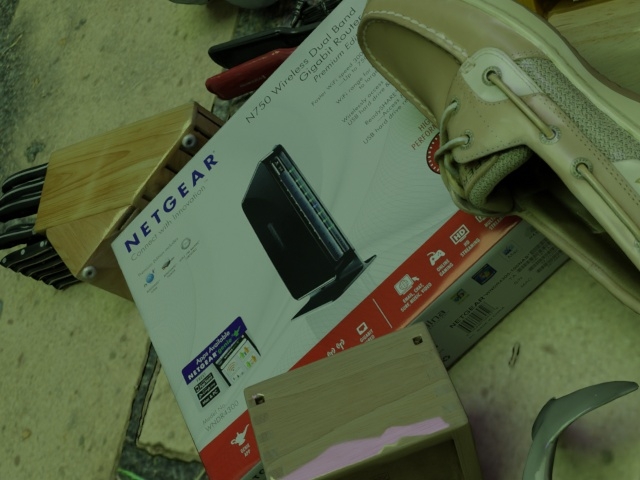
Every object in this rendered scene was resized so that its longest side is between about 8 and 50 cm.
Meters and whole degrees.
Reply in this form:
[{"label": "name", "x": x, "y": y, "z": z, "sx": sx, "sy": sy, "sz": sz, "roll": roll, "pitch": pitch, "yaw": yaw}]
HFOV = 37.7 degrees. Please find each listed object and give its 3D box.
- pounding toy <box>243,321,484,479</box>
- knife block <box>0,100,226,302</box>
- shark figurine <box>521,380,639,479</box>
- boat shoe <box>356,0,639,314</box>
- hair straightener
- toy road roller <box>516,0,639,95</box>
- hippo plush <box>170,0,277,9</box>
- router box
[{"label": "pounding toy", "x": 0.002, "y": 0.167, "z": 0.647, "sx": 0.206, "sy": 0.181, "sz": 0.094, "roll": -21, "pitch": 48, "yaw": 0}, {"label": "knife block", "x": -0.230, "y": -0.060, "z": 0.990, "sx": 0.276, "sy": 0.088, "sz": 0.242, "roll": -52, "pitch": 48, "yaw": 7}, {"label": "shark figurine", "x": 0.161, "y": 0.221, "z": 0.538, "sx": 0.166, "sy": 0.116, "sz": 0.278, "roll": -23, "pitch": 57, "yaw": -13}, {"label": "boat shoe", "x": 0.120, "y": -0.066, "z": 0.586, "sx": 0.098, "sy": 0.109, "sz": 0.302, "roll": -41, "pitch": 62, "yaw": -15}, {"label": "hair straightener", "x": -0.017, "y": -0.216, "z": 0.926, "sx": 0.230, "sy": 0.047, "sz": 0.089, "roll": -19, "pitch": 58, "yaw": 30}, {"label": "toy road roller", "x": 0.244, "y": -0.243, "z": 0.664, "sx": 0.202, "sy": 0.240, "sz": 0.330, "roll": -6, "pitch": 102, "yaw": 37}, {"label": "hippo plush", "x": -0.119, "y": -0.365, "z": 0.954, "sx": 0.294, "sy": 0.234, "sz": 0.237, "roll": 18, "pitch": 92, "yaw": 24}, {"label": "router box", "x": 0.000, "y": 0.000, "z": 0.779, "sx": 0.335, "sy": 0.082, "sz": 0.301, "roll": -45, "pitch": 48, "yaw": 12}]
